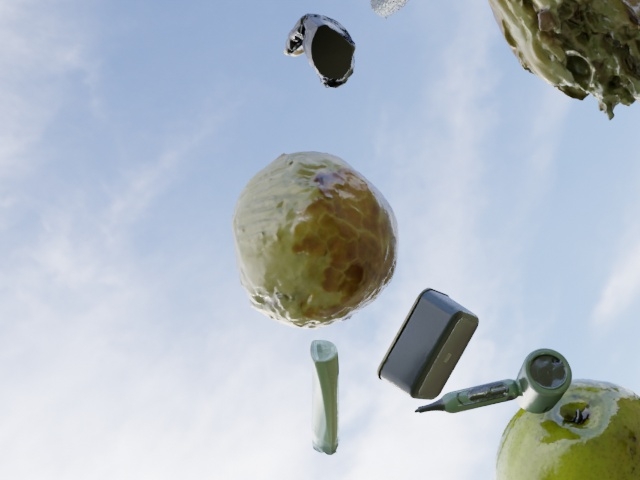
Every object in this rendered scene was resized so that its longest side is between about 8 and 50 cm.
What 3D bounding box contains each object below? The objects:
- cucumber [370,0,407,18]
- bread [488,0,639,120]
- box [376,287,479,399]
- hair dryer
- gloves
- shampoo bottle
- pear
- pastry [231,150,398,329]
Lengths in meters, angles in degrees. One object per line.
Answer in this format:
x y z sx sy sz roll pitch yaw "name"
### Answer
0.150 -0.486 1.536 0.058 0.187 0.058 -1 -87 -12 "cucumber"
0.398 -0.327 1.149 0.370 0.191 0.314 -42 -79 -37 "bread"
0.209 0.202 1.475 0.144 0.090 0.201 24 -84 -57 "box"
0.162 0.150 0.742 0.150 0.047 0.071 -14 -30 -4 "hair dryer"
-0.002 -0.364 1.467 0.124 0.203 0.164 -30 -57 4 "gloves"
0.007 0.262 1.280 0.049 0.072 0.213 -5 -59 -6 "shampoo bottle"
0.282 0.242 0.831 0.198 0.198 0.198 -26 -48 -33 "pear"
0.000 0.000 1.643 0.388 0.312 0.389 -7 -90 -70 "pastry"
